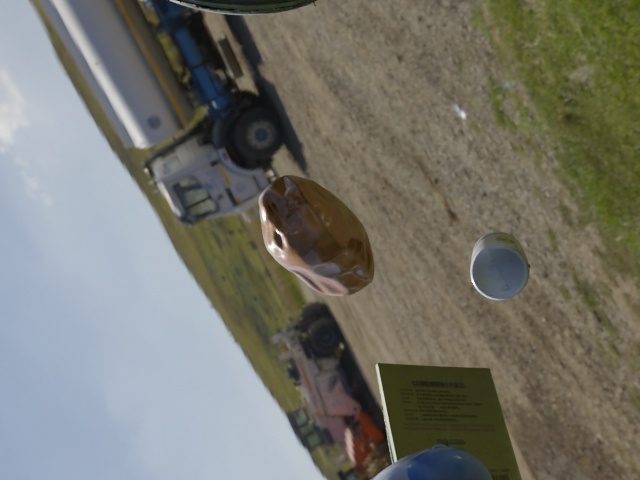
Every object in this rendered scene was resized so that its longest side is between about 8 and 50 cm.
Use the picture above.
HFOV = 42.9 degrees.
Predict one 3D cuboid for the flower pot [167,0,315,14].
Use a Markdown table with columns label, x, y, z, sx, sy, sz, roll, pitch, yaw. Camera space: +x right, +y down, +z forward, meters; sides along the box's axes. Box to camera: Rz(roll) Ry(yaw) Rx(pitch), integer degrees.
| label | x | y | z | sx | sy | sz | roll | pitch | yaw |
| --- | --- | --- | --- | --- | --- | --- | --- | --- | --- |
| flower pot | -0.085 | -0.341 | 0.838 | 0.235 | 0.235 | 0.141 | -119 | 29 | -46 |

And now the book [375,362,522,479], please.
| label | x | y | z | sx | sy | sz | roll | pitch | yaw |
| --- | --- | --- | --- | --- | --- | --- | --- | --- | --- |
| book | 0.163 | 0.241 | 1.028 | 0.013 | 0.168 | 0.192 | 114 | 155 | -47 |

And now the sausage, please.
| label | x | y | z | sx | sy | sz | roll | pitch | yaw |
| --- | --- | --- | --- | --- | --- | --- | --- | --- | --- |
| sausage | -0.001 | 0.000 | 1.120 | 0.136 | 0.120 | 0.241 | 56 | -174 | 27 |

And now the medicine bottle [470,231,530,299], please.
| label | x | y | z | sx | sy | sz | roll | pitch | yaw |
| --- | --- | --- | --- | --- | --- | --- | --- | --- | --- |
| medicine bottle | 0.277 | 0.036 | 1.263 | 0.086 | 0.086 | 0.183 | 65 | -167 | -1 |

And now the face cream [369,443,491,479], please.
| label | x | y | z | sx | sy | sz | roll | pitch | yaw |
| --- | --- | --- | --- | --- | --- | --- | --- | --- | --- |
| face cream | 0.078 | 0.292 | 0.832 | 0.264 | 0.149 | 0.083 | -57 | 33 | 40 |
